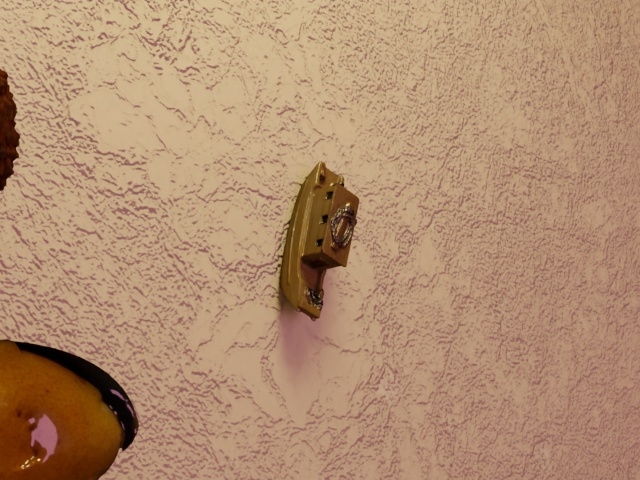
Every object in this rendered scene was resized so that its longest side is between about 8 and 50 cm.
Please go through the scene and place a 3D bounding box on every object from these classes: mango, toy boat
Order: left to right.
[{"bbox_3d":[-0.312,0.185,1.276,0.287,0.153,0.201,25,62,-42],"label":"mango"},{"bbox_3d":[0.000,0.000,1.700,0.057,0.077,0.200,33,60,-40],"label":"toy boat"}]

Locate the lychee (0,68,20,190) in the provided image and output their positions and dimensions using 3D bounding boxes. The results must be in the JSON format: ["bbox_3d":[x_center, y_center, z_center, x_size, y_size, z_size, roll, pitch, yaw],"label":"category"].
[{"bbox_3d":[-0.365,-0.097,1.266,0.188,0.188,0.188,11,75,-46],"label":"lychee"}]
